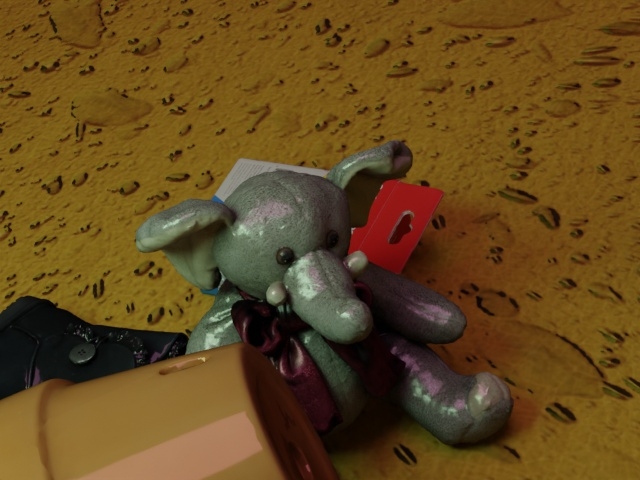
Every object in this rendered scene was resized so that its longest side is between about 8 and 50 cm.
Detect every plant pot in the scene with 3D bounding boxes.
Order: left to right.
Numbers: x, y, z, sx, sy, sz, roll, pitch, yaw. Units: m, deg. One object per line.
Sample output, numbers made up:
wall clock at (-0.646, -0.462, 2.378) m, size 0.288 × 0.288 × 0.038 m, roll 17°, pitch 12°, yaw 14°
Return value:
plant pot at (-0.098, 0.207, 1.217) m, size 0.203 × 0.291 × 0.291 m, roll -28°, pitch 40°, yaw 8°

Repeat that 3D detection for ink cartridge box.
ink cartridge box at (0.000, 0.000, 1.638) m, size 0.231 × 0.078 × 0.134 m, roll 10°, pitch 46°, yaw 25°

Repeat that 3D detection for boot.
boot at (-0.254, 0.150, 1.524) m, size 0.207 × 0.094 × 0.246 m, roll 12°, pitch 41°, yaw 32°

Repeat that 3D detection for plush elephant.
plush elephant at (-0.011, 0.054, 1.399) m, size 0.271 × 0.255 × 0.330 m, roll -26°, pitch 57°, yaw -15°
